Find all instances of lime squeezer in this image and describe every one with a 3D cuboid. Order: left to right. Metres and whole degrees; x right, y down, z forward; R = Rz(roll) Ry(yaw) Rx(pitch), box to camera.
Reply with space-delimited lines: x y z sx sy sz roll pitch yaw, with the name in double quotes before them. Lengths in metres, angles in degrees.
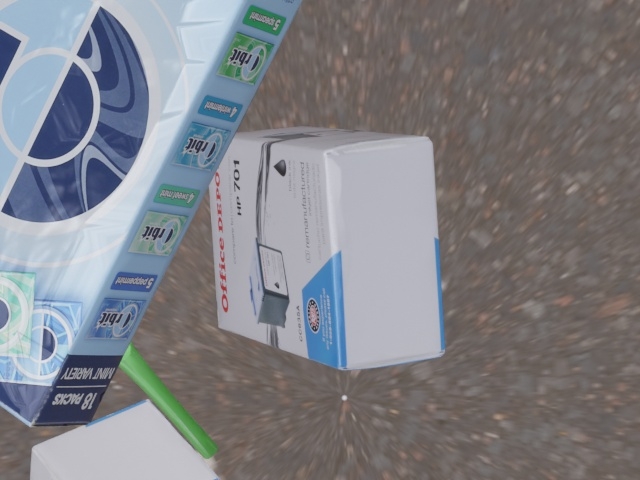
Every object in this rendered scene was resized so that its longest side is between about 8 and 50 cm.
"lime squeezer" -0.194 0.052 1.494 0.310 0.110 0.059 43 60 7

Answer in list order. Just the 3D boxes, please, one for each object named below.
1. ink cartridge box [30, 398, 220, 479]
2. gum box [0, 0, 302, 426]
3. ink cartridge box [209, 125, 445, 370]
"ink cartridge box" -0.133 0.196 1.294 0.092 0.143 0.090 -22 48 -33
"gum box" -0.105 -0.056 0.661 0.157 0.041 0.184 31 100 23
"ink cartridge box" 0.000 0.000 1.279 0.082 0.191 0.139 -8 98 -27
